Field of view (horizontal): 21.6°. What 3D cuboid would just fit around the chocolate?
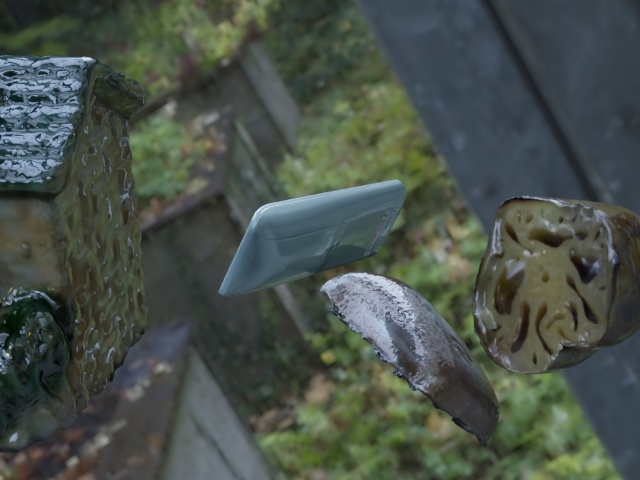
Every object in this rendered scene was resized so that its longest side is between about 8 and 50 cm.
[{"bbox_3d":[0.116,0.118,1.964,0.083,0.161,0.261,-49,48,5],"label":"chocolate"}]

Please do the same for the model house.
[{"bbox_3d":[-0.420,-0.052,1.628,0.445,0.400,0.395,5,22,15],"label":"model house"}]

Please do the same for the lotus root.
[{"bbox_3d":[0.287,0.056,1.813,0.180,0.199,0.188,11,7,-45],"label":"lotus root"}]

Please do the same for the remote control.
[{"bbox_3d":[-0.001,-0.001,1.799,0.293,0.051,0.103,-16,-42,-56],"label":"remote control"}]
